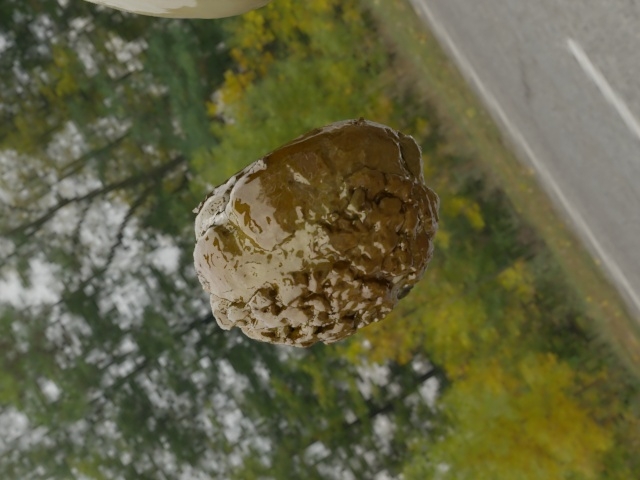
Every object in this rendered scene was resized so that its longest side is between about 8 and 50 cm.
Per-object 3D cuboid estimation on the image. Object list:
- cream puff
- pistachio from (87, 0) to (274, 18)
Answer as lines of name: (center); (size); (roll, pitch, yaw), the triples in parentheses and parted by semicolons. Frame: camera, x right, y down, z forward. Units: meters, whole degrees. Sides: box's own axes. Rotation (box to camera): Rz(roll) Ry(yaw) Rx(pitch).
cream puff: (-0.001, 0.003, 0.664); (0.126, 0.144, 0.103); (-6, -109, -52)
pistachio: (-0.084, -0.184, 0.632); (0.144, 0.215, 0.144); (15, 107, 61)
